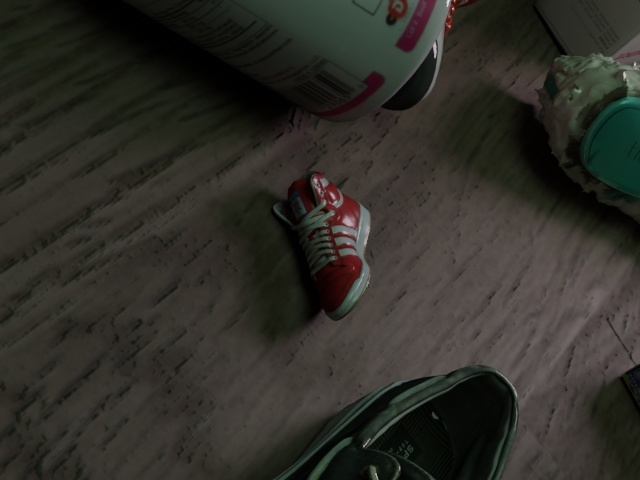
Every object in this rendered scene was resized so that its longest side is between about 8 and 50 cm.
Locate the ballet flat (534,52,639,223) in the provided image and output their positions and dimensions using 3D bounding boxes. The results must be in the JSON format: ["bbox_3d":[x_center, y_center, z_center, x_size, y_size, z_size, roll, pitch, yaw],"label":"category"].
[{"bbox_3d":[0.347,-0.056,1.728,0.409,0.147,0.147,30,41,-31],"label":"ballet flat"}]

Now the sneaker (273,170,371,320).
[{"bbox_3d":[0.000,0.000,1.338,0.067,0.042,0.118,41,29,-24],"label":"sneaker"}]

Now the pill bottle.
[{"bbox_3d":[-0.059,-0.212,1.348,0.283,0.160,0.160,29,41,-31],"label":"pill bottle"}]

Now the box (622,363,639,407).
[{"bbox_3d":[0.309,0.162,1.544,0.054,0.059,0.169,-8,67,-53],"label":"box"}]

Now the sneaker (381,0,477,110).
[{"bbox_3d":[0.090,-0.204,1.579,0.145,0.090,0.270,18,45,-37],"label":"sneaker"}]

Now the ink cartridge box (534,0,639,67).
[{"bbox_3d":[0.324,-0.250,1.780,0.158,0.218,0.092,-17,68,-54],"label":"ink cartridge box"}]

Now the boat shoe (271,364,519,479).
[{"bbox_3d":[0.024,0.164,1.156,0.121,0.119,0.335,48,35,-8],"label":"boat shoe"}]
